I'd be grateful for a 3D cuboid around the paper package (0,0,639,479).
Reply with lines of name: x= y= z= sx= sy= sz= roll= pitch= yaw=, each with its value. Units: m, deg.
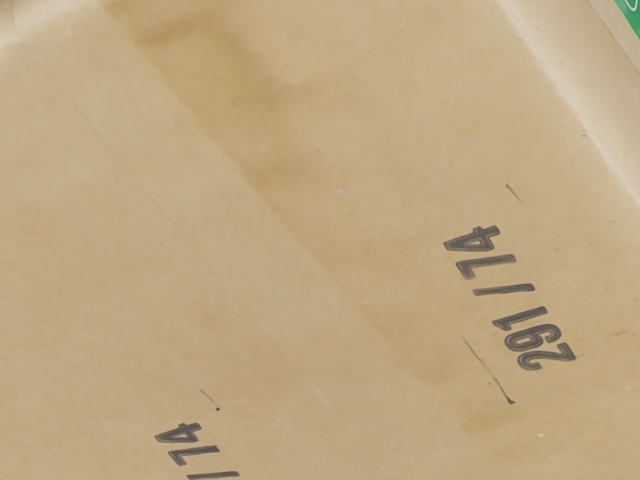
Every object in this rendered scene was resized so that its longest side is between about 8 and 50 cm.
paper package: x=0.000 y=0.000 z=0.672 sx=0.309 sy=0.325 sz=0.168 roll=-24 pitch=33 yaw=27
